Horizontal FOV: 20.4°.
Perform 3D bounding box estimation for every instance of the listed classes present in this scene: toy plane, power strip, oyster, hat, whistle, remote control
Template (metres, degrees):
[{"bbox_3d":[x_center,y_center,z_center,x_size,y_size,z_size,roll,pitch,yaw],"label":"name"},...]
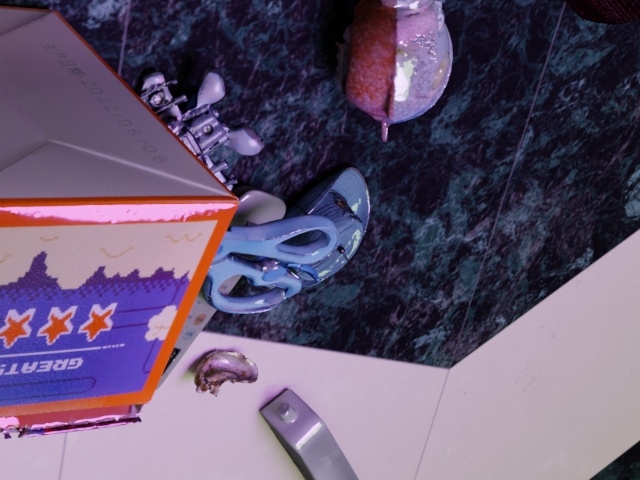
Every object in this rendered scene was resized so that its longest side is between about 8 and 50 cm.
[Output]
[{"bbox_3d":[-0.191,-0.082,1.924,0.246,0.078,0.169,-35,117,-8],"label":"toy plane"},{"bbox_3d":[0.007,0.323,2.515,0.062,0.091,0.385,-40,144,-10],"label":"power strip"},{"bbox_3d":[-0.123,0.178,2.263,0.083,0.081,0.038,26,135,-20],"label":"oyster"},{"bbox_3d":[0.000,0.000,2.194,0.191,0.078,0.138,-45,143,0],"label":"hat"},{"bbox_3d":[0.085,-0.264,1.975,0.142,0.133,0.346,-53,152,-54],"label":"whistle"},{"bbox_3d":[-0.153,0.061,2.138,0.309,0.038,0.090,-53,144,12],"label":"remote control"}]

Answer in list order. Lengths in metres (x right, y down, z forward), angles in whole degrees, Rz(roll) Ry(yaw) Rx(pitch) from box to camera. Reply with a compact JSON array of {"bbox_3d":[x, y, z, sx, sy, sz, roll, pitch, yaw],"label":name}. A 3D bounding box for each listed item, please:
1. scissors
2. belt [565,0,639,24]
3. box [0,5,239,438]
[{"bbox_3d":[-0.129,0.009,2.016,0.180,0.032,0.393,-42,148,25],"label":"scissors"},{"bbox_3d":[0.386,-0.390,2.095,0.289,0.184,0.164,-47,137,4],"label":"belt"},{"bbox_3d":[-0.323,-0.027,1.612,0.318,0.348,0.257,-2,127,-46],"label":"box"}]
